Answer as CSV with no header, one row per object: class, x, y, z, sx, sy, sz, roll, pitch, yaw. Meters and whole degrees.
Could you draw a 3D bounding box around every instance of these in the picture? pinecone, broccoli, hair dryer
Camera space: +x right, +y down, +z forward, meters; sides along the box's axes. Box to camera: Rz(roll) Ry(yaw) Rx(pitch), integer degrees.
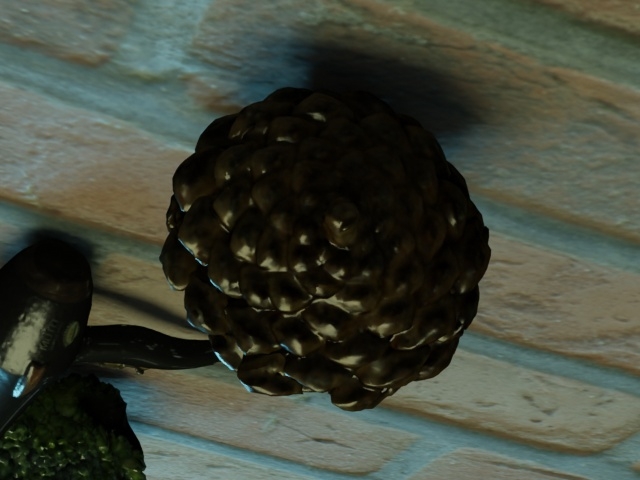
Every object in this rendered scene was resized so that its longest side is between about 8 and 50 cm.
pinecone,0.012,0.003,1.172,0.243,0.244,0.257,-2,177,21
broccoli,-0.365,0.269,1.780,0.338,0.277,0.317,11,174,15
hair dryer,-0.204,0.140,1.603,0.359,0.120,0.304,8,128,-28
